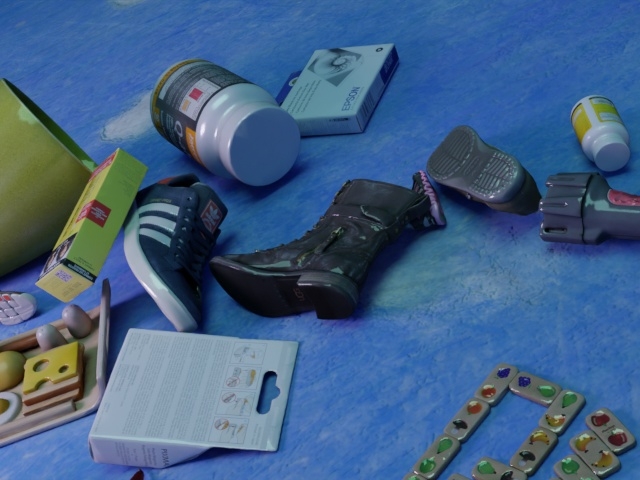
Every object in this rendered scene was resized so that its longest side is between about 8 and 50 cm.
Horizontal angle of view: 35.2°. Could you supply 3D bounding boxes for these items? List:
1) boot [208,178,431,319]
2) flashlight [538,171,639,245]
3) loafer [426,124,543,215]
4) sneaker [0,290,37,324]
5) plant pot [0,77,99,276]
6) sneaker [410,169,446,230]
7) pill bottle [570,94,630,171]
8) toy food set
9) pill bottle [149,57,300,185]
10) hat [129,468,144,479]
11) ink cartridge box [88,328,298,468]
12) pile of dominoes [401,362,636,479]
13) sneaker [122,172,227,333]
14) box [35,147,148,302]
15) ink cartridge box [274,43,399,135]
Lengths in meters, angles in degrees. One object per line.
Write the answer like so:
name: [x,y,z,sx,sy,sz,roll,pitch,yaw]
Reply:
boot: [0.000,0.000,1.396,0.263,0.091,0.229,8,48,30]
flashlight: [0.424,-0.045,1.220,0.304,0.103,0.103,6,18,35]
loafer: [0.227,-0.087,1.406,0.094,0.087,0.251,-49,25,7]
sneaker: [-0.509,0.094,1.584,0.158,0.061,0.065,-8,32,19]
plant pot: [-0.525,-0.067,1.656,0.293,0.275,0.275,-44,38,-2]
sneaker: [0.139,-0.055,1.438,0.057,0.047,0.119,-28,33,13]
pill bottle: [0.389,-0.147,1.394,0.065,0.065,0.116,-15,36,11]
toy food set: [-0.436,0.174,1.412,0.306,0.092,0.219,-20,36,4]
pill bottle: [-0.159,-0.196,1.673,0.162,0.162,0.278,-35,37,-16]
hat: [-0.251,0.382,1.110,0.173,0.183,0.208,25,93,37]
ink cartridge box: [-0.156,0.202,1.278,0.232,0.066,0.189,7,41,4]
pile of dominoes: [0.192,0.231,1.041,0.196,0.040,0.251,18,53,43]
sneaker: [-0.199,-0.002,1.473,0.148,0.131,0.350,-29,36,-1]
box: [-0.331,-0.024,1.475,0.087,0.058,0.232,-30,32,44]
ink cartridge box: [0.002,-0.263,1.770,0.224,0.045,0.223,-2,41,27]
